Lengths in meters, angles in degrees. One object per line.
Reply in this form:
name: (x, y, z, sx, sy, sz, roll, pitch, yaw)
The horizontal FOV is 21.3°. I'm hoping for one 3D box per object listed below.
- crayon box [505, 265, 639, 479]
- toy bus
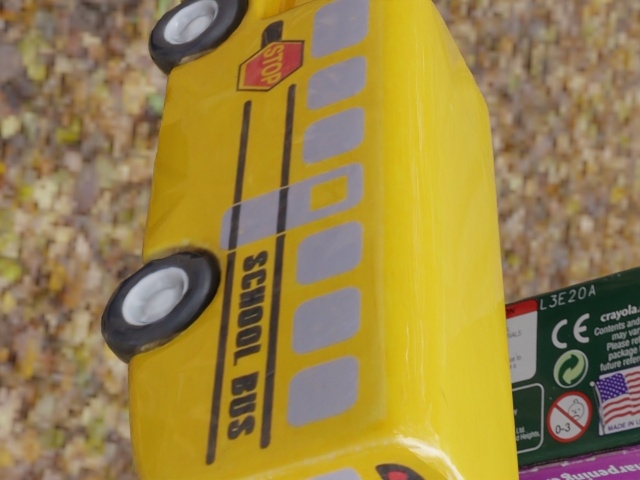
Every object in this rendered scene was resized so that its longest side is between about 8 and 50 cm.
crayon box: (0.272, 0.109, 0.865, 0.313, 0.363, 0.106, 32, 52, -40)
toy bus: (0.000, 0.000, 0.691, 0.108, 0.130, 0.333, 56, 23, -36)
